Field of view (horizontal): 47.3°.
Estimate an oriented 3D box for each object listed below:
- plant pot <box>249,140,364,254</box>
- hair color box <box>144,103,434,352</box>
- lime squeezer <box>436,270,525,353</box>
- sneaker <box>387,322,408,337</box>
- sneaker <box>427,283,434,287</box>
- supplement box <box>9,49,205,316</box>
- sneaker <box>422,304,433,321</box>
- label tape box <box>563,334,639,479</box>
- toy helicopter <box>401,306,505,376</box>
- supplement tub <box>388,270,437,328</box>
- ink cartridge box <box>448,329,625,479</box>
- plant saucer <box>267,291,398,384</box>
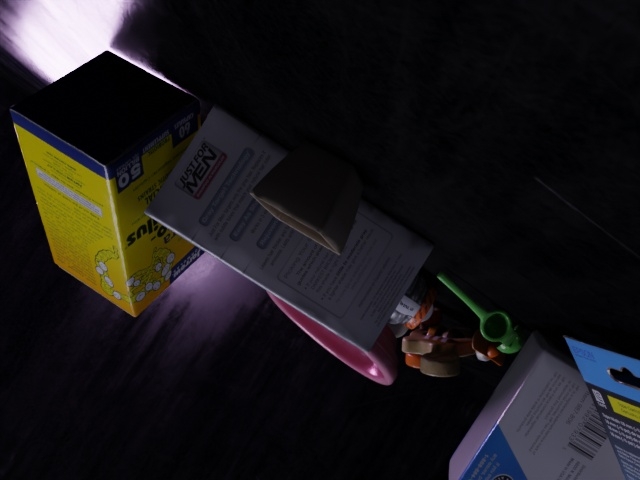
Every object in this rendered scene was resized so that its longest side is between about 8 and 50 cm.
[{"bbox_3d":[-0.005,-0.059,0.921,0.109,0.096,0.109,31,175,21],"label":"plant pot"},{"bbox_3d":[-0.046,-0.014,1.077,0.374,0.185,0.113,33,175,-5],"label":"hair color box"},{"bbox_3d":[0.303,0.138,1.273,0.310,0.058,0.110,36,-157,-50],"label":"lime squeezer"},{"bbox_3d":[0.082,0.090,1.686,0.350,0.131,0.148,42,-155,19],"label":"sneaker"},{"bbox_3d":[0.149,0.091,1.471,0.058,0.152,0.085,-42,-65,-69],"label":"sneaker"},{"bbox_3d":[-0.321,-0.083,1.178,0.195,0.194,0.357,30,143,18],"label":"supplement box"},{"bbox_3d":[0.152,0.088,1.554,0.212,0.080,0.094,39,-174,0],"label":"sneaker"},{"bbox_3d":[0.462,0.259,0.893,0.334,0.105,0.240,65,169,-8],"label":"label tape box"},{"bbox_3d":[0.296,0.248,1.632,0.234,0.140,0.355,4,-174,13],"label":"toy helicopter"},{"bbox_3d":[0.115,0.079,1.368,0.190,0.117,0.117,32,175,-2],"label":"supplement tub"},{"bbox_3d":[0.441,0.371,1.142,0.394,0.286,0.166,32,-171,7],"label":"ink cartridge box"},{"bbox_3d":[0.035,0.166,1.512,0.332,0.084,0.332,36,165,11],"label":"plant saucer"}]
